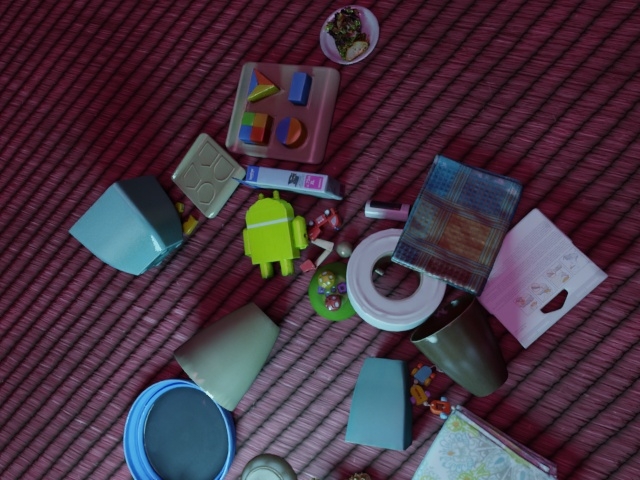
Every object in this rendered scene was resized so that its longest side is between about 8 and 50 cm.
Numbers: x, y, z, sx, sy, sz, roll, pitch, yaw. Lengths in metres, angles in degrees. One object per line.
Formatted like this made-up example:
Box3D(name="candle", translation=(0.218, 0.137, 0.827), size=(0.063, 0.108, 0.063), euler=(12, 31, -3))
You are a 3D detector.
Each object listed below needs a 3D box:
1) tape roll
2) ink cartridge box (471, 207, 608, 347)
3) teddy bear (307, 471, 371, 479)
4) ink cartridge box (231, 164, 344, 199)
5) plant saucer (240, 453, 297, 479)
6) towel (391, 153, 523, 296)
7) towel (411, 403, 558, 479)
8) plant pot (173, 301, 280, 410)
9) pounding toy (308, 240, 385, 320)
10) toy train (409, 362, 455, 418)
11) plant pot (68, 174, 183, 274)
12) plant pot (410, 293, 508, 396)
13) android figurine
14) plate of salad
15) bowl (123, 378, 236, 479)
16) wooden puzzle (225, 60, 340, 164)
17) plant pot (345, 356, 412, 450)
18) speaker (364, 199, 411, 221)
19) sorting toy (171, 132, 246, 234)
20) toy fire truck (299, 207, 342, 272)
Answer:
Box3D(name="tape roll", translation=(0.216, 0.112, 1.583), size=(0.286, 0.100, 0.286), euler=(-1, 70, 3))
Box3D(name="ink cartridge box", translation=(0.582, 0.104, 1.531), size=(0.296, 0.066, 0.261), euler=(-44, 73, 9))
Box3D(name="teddy bear", translation=(0.099, 0.782, 1.554), size=(0.337, 0.113, 0.245), euler=(-7, 64, -7))
Box3D(name="ink cartridge box", translation=(-0.098, -0.182, 1.711), size=(0.310, 0.185, 0.065), euler=(7, 89, 18))
Box3D(name="plant saucer", translation=(-0.166, 0.769, 1.706), size=(0.198, 0.036, 0.199), euler=(-2, 84, 17))
Box3D(name="towel", translation=(0.390, -0.056, 1.555), size=(0.271, 0.040, 0.370), euler=(22, 71, 15))
Box3D(name="towel", translation=(0.414, 0.683, 1.480), size=(0.320, 0.090, 0.375), euler=(31, 83, 14))
Box3D(name="plant pot", translation=(-0.262, 0.330, 1.693), size=(0.256, 0.256, 0.274), euler=(42, 81, 17))
Box3D(name="pounding toy", translation=(0.054, 0.132, 1.669), size=(0.183, 0.110, 0.237), euler=(39, 96, 17))
Box3D(name="toy train", translation=(0.315, 0.429, 1.565), size=(0.125, 0.046, 0.166), euler=(3, 46, 5))
Box3D(name="plant pot", translation=(-0.606, -0.035, 1.820), size=(0.248, 0.247, 0.252), euler=(-41, 91, 17))
Box3D(name="plant pot", translation=(0.403, 0.302, 1.509), size=(0.215, 0.215, 0.230), euler=(-37, 89, 10))
Box3D(name="android figurine", translation=(-0.151, -0.019, 1.744), size=(0.248, 0.056, 0.273), euler=(-11, 86, 33))
Box3D(name="plate of salad", translation=(0.090, -0.671, 1.780), size=(0.199, 0.048, 0.200), euler=(-2, 84, 18))
Box3D(name="bowl", translation=(-0.452, 0.646, 1.787), size=(0.390, 0.077, 0.392), euler=(-2, 83, 17))
Box3D(name="wooden puzzle", translation=(-0.133, -0.430, 1.805), size=(0.347, 0.080, 0.322), euler=(11, 87, 18))
Box3D(name="plant pot", translation=(0.178, 0.456, 1.571), size=(0.165, 0.165, 0.235), euler=(3, 78, 17))
Box3D(name="speaker", translation=(0.207, -0.090, 1.676), size=(0.136, 0.055, 0.055), euler=(9, 87, 18))
Box3D(name="sorting toy", translation=(-0.410, -0.185, 1.890), size=(0.229, 0.041, 0.307), euler=(43, 103, 20))
Box3D(name="toy fire truck", translation=(0.000, 0.000, 1.733), size=(0.192, 0.047, 0.135), euler=(-34, 76, 10))
